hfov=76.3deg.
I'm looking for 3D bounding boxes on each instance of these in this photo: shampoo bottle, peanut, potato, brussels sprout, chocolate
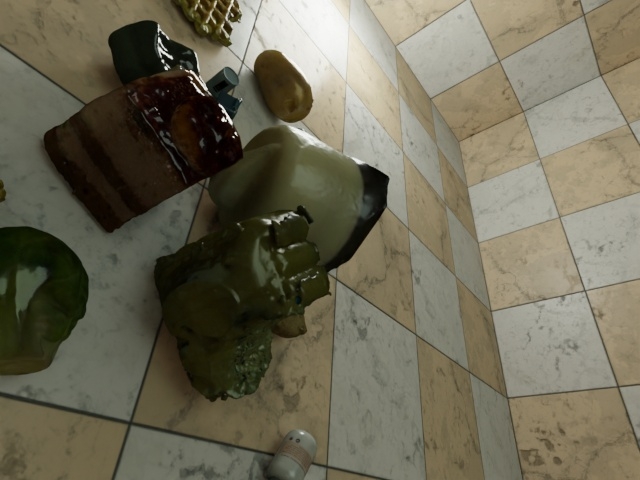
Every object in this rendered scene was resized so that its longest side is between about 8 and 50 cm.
[{"bbox_3d":[-0.073,0.463,0.789,0.074,0.074,0.192,59,36,-13],"label":"shampoo bottle"},{"bbox_3d":[-0.105,0.152,0.906,0.214,0.100,0.099,39,43,-36],"label":"peanut"},{"bbox_3d":[-0.109,-0.473,1.240,0.150,0.146,0.233,-2,70,-87],"label":"potato"},{"bbox_3d":[-0.386,0.073,0.516,0.161,0.144,0.180,82,-3,-54],"label":"brussels sprout"},{"bbox_3d":[-0.068,-0.109,0.903,0.297,0.326,0.314,40,-2,-39],"label":"chocolate"}]

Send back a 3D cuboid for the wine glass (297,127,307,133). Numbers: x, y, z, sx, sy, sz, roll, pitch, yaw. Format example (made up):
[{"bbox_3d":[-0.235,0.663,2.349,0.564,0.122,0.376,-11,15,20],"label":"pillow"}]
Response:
[{"bbox_3d":[-0.065,-0.252,1.231,0.066,0.066,0.198,34,45,-41],"label":"wine glass"}]

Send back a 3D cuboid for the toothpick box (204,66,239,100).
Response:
[{"bbox_3d":[-0.251,-0.392,1.024,0.052,0.083,0.052,32,47,-42],"label":"toothpick box"}]

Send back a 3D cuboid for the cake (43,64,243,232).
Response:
[{"bbox_3d":[-0.272,-0.165,0.676,0.198,0.293,0.196,63,33,-15],"label":"cake"}]

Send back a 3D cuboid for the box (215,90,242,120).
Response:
[{"bbox_3d":[-0.240,-0.309,0.987,0.054,0.099,0.074,28,47,-25],"label":"box"}]

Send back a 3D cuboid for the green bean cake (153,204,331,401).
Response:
[{"bbox_3d":[-0.133,0.115,0.691,0.202,0.310,0.285,-17,83,-59],"label":"green bean cake"}]

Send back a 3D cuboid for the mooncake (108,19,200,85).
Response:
[{"bbox_3d":[-0.329,-0.361,0.824,0.175,0.168,0.104,-14,84,-41],"label":"mooncake"}]

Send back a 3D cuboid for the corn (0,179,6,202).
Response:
[{"bbox_3d":[-0.519,-0.160,0.489,0.305,0.106,0.106,55,35,-20],"label":"corn"}]

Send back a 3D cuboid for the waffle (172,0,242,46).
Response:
[{"bbox_3d":[-0.313,-0.674,1.132,0.291,0.051,0.291,28,51,-42],"label":"waffle"}]
